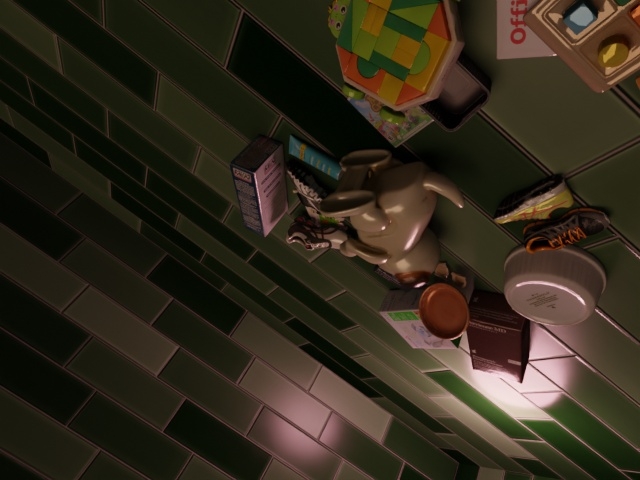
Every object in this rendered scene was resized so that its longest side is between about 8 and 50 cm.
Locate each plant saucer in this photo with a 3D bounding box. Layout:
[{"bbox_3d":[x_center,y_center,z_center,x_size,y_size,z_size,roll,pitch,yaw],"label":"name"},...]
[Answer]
[{"bbox_3d":[0.439,0.248,1.434,0.200,0.037,0.199,1,92,49],"label":"plant saucer"}]

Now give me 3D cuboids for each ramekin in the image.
[{"bbox_3d":[0.673,0.138,1.192,0.273,0.127,0.272,23,147,16],"label":"ramekin"}]

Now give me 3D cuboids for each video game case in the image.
[{"bbox_3d":[0.197,-0.356,1.038,0.193,0.023,0.212,41,148,-13],"label":"video game case"}]

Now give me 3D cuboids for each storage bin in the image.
[{"bbox_3d":[0.274,-0.349,0.898,0.180,0.084,0.122,38,133,-10],"label":"storage bin"}]

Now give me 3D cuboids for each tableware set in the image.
[{"bbox_3d":[0.459,0.157,1.446,0.141,0.020,0.168,25,134,46],"label":"tableware set"}]

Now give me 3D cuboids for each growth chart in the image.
[{"bbox_3d":[0.008,-0.104,1.553,0.172,0.021,0.237,7,141,34],"label":"growth chart"}]

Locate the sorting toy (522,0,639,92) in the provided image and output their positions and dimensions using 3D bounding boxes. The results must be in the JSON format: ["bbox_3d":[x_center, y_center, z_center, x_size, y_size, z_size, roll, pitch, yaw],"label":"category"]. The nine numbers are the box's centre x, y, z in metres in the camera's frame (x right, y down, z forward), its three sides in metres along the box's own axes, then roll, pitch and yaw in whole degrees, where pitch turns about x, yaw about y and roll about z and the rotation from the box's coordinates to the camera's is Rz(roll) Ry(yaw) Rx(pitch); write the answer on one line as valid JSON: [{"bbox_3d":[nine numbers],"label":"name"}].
[{"bbox_3d":[0.418,-0.313,0.562,0.348,0.047,0.196,37,149,-10],"label":"sorting toy"}]

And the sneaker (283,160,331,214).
[{"bbox_3d":[-0.052,-0.175,1.428,0.234,0.078,0.106,43,136,-5],"label":"sneaker"}]

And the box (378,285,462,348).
[{"bbox_3d":[0.417,0.319,1.672,0.231,0.126,0.262,-16,125,49],"label":"box"}]

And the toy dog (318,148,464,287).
[{"bbox_3d":[0.240,-0.052,1.232,0.396,0.284,0.407,-7,134,23],"label":"toy dog"}]

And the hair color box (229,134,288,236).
[{"bbox_3d":[-0.214,-0.190,1.484,0.105,0.173,0.347,25,147,16],"label":"hair color box"}]

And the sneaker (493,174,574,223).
[{"bbox_3d":[0.547,-0.082,1.050,0.094,0.081,0.209,39,148,-13],"label":"sneaker"}]

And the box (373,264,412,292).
[{"bbox_3d":[0.302,0.090,1.490,0.156,0.093,0.158,32,147,1],"label":"box"}]

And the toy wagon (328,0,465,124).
[{"bbox_3d":[0.125,-0.422,0.852,0.344,0.068,0.267,41,128,25],"label":"toy wagon"}]

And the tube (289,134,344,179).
[{"bbox_3d":[-0.016,-0.269,1.329,0.207,0.052,0.080,31,142,13],"label":"tube"}]

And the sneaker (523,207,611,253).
[{"bbox_3d":[0.635,-0.017,1.059,0.084,0.083,0.215,44,145,-14],"label":"sneaker"}]

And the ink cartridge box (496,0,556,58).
[{"bbox_3d":[0.464,-0.432,0.562,0.396,0.166,0.285,11,142,32],"label":"ink cartridge box"}]

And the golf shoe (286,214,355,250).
[{"bbox_3d":[0.000,0.000,1.572,0.273,0.120,0.105,17,144,19],"label":"golf shoe"}]

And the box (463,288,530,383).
[{"bbox_3d":[0.659,0.361,1.500,0.191,0.143,0.381,9,139,35],"label":"box"}]
